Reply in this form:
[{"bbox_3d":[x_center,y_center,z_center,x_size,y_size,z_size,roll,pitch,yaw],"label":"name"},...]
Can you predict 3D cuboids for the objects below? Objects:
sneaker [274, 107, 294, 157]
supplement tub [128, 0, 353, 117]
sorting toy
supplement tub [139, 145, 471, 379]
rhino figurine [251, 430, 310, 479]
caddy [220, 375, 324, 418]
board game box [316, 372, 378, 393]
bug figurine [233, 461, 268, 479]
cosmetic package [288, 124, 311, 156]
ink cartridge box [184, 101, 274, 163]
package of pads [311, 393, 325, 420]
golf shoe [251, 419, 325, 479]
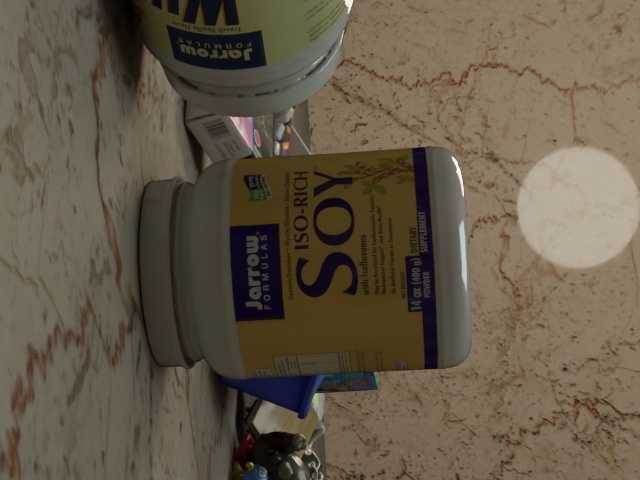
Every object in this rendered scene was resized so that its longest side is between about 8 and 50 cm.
[{"bbox_3d":[-0.100,-0.150,2.020,0.180,0.124,0.321,89,10,-76],"label":"sneaker"},{"bbox_3d":[-0.087,-0.301,1.277,0.325,0.235,0.235,82,6,-54],"label":"supplement tub"},{"bbox_3d":[-0.073,0.287,2.021,0.132,0.046,0.274,60,37,-30],"label":"sorting toy"},{"bbox_3d":[-0.011,0.026,1.392,0.241,0.331,0.241,-4,90,-87],"label":"supplement tub"},{"bbox_3d":[-0.035,0.387,1.922,0.106,0.073,0.243,10,-57,57],"label":"rhino figurine"},{"bbox_3d":[-0.019,0.110,1.866,0.341,0.179,0.241,-69,175,-73],"label":"caddy"},{"bbox_3d":[-0.009,0.226,2.199,0.160,0.210,0.047,76,11,-74],"label":"board game box"},{"bbox_3d":[-0.088,0.459,1.836,0.216,0.072,0.279,83,5,-46],"label":"bug figurine"},{"bbox_3d":[0.000,0.000,2.224,0.377,0.097,0.284,57,-6,23],"label":"cosmetic package"},{"bbox_3d":[-0.120,-0.257,1.798,0.176,0.069,0.371,57,24,-51],"label":"ink cartridge box"},{"bbox_3d":[-0.048,0.211,2.453,0.229,0.101,0.297,-19,105,-87],"label":"package of pads"},{"bbox_3d":[-0.055,0.386,2.064,0.105,0.120,0.273,85,5,-50],"label":"golf shoe"}]
